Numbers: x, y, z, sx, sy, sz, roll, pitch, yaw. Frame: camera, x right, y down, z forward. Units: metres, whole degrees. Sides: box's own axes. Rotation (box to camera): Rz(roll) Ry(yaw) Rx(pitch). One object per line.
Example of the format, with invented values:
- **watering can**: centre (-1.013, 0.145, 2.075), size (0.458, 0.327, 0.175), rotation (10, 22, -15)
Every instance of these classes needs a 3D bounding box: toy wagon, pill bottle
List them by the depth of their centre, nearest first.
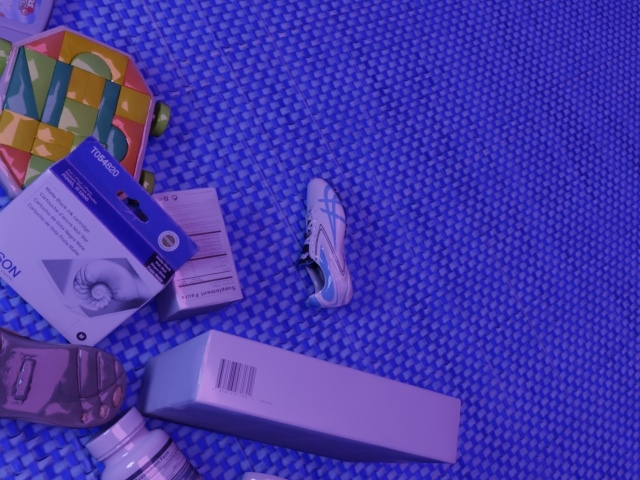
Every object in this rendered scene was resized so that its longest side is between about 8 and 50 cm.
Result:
- **pill bottle**: centre (-0.234, 0.323, 0.969), size (0.108, 0.108, 0.180), rotation (-39, 95, -33)
- **toy wagon**: centre (-0.369, -0.133, 1.039), size (0.267, 0.068, 0.345), rotation (18, 72, -32)

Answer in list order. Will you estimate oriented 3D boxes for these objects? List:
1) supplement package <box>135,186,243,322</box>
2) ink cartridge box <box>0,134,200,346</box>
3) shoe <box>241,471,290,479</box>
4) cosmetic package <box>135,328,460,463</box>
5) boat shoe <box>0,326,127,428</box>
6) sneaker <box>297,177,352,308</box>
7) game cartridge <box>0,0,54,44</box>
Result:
- **supplement package**: centre (-0.203, 0.023, 1.084), size (0.105, 0.105, 0.179), rotation (-10, 80, -32)
- **ink cartridge box**: centre (-0.320, 0.010, 0.968), size (0.224, 0.045, 0.223), rotation (-40, 105, 8)
- **shoe**: centre (-0.048, 0.414, 1.070), size (0.178, 0.063, 0.081), rotation (30, 57, -23)
- **cosmetic package**: centre (-0.039, 0.236, 1.002), size (0.377, 0.284, 0.098), rotation (20, 64, -23)
- **boat shoe**: centre (-0.431, 0.168, 0.896), size (0.355, 0.130, 0.132), rotation (24, 67, -27)
- **sneaker**: centre (0.000, 0.000, 1.221), size (0.086, 0.085, 0.237), rotation (-1, 72, -22)
- **game cartridge**: centre (-0.509, -0.398, 1.079), size (0.198, 0.062, 0.297), rotation (10, 69, -22)
